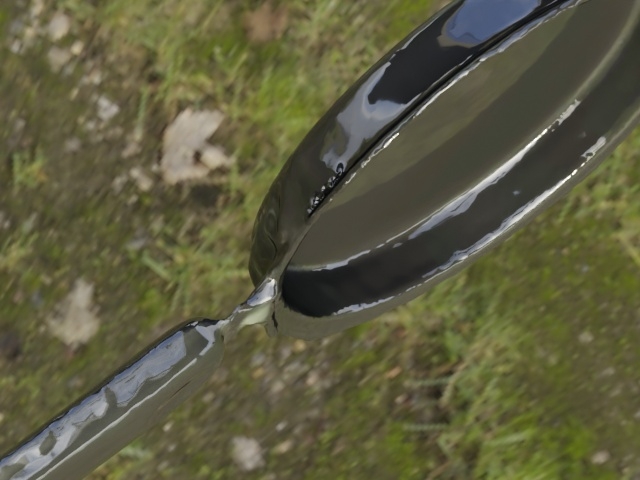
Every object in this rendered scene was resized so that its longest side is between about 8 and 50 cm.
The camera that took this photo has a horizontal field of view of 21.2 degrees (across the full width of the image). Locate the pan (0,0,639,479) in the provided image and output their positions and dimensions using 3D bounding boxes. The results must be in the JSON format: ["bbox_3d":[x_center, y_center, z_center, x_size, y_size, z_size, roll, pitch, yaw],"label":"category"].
[{"bbox_3d":[0.000,0.000,0.399,0.235,0.136,0.028,-33,72,-25],"label":"pan"}]
